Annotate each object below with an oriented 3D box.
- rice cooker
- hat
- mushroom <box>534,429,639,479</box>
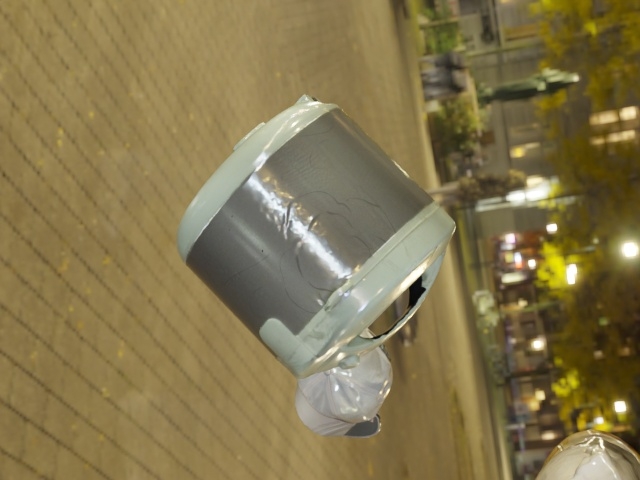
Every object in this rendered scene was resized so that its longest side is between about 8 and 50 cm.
[{"bbox_3d":[0.001,0.003,1.234,0.277,0.288,0.288,44,10,4],"label":"rice cooker"},{"bbox_3d":[0.018,0.271,1.971,0.275,0.161,0.232,-51,-124,48],"label":"hat"},{"bbox_3d":[0.282,0.280,1.069,0.154,0.137,0.407,57,9,6],"label":"mushroom"}]
